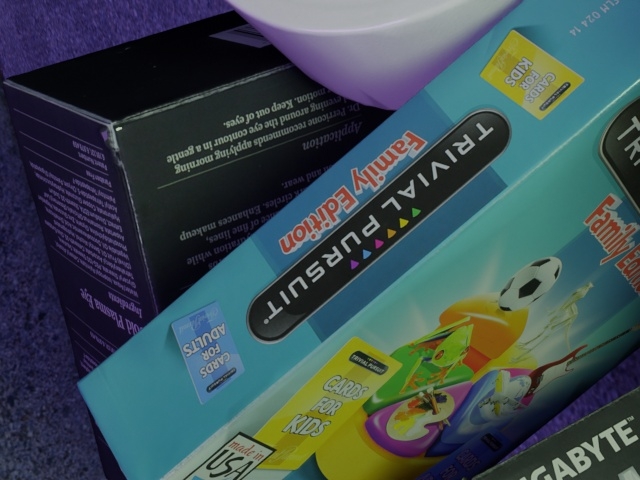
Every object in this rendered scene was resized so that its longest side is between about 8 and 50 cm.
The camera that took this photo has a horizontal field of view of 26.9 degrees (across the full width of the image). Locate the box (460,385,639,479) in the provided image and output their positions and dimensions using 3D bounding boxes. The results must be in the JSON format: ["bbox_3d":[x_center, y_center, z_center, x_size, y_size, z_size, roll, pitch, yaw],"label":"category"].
[{"bbox_3d":[0.161,0.151,0.795,0.073,0.296,0.293,57,153,17],"label":"box"}]

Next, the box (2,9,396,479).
[{"bbox_3d":[0.000,0.000,0.931,0.179,0.343,0.312,23,129,54],"label":"box"}]

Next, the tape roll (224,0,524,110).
[{"bbox_3d":[0.062,-0.217,0.724,0.286,0.286,0.100,48,-173,35],"label":"tape roll"}]

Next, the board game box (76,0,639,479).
[{"bbox_3d":[0.079,0.030,0.713,0.079,0.336,0.254,55,-171,32],"label":"board game box"}]
